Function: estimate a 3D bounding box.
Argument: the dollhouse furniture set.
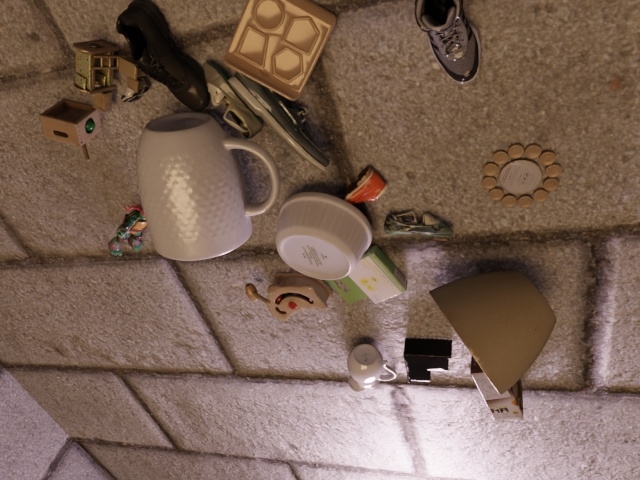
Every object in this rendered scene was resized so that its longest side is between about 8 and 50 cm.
[{"bbox_3d":[-0.535,-0.384,1.281,0.161,0.101,0.181,29,126,15],"label":"dollhouse furniture set"}]

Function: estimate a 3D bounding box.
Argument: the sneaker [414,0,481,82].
[{"bbox_3d":[0.249,-0.419,1.009,0.101,0.153,0.268,-13,124,27],"label":"sneaker"}]

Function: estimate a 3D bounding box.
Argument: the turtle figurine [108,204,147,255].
[{"bbox_3d":[-0.581,-0.037,1.622,0.175,0.118,0.234,4,149,-44],"label":"turtle figurine"}]

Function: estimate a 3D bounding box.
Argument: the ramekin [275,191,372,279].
[{"bbox_3d":[0.000,0.000,1.413,0.273,0.127,0.272,14,146,10],"label":"ramekin"}]

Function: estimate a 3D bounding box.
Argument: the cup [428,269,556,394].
[{"bbox_3d":[0.488,0.214,1.387,0.237,0.331,0.331,-35,114,8],"label":"cup"}]

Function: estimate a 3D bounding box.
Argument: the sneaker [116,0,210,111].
[{"bbox_3d":[-0.383,-0.424,1.223,0.109,0.130,0.286,-23,120,29],"label":"sneaker"}]

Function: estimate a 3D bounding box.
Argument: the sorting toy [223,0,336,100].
[{"bbox_3d":[-0.092,-0.450,1.139,0.193,0.038,0.208,27,110,-6],"label":"sorting toy"}]

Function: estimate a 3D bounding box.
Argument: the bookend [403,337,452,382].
[{"bbox_3d":[0.368,0.409,1.714,0.157,0.072,0.156,-2,129,18],"label":"bookend"}]

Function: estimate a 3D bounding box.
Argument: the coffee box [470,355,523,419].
[{"bbox_3d":[0.571,0.446,1.635,0.098,0.141,0.246,-15,123,28],"label":"coffee box"}]

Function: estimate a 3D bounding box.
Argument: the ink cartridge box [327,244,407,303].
[{"bbox_3d":[0.125,0.126,1.570,0.235,0.056,0.171,-29,116,32],"label":"ink cartridge box"}]

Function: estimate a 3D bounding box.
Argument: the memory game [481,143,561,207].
[{"bbox_3d":[0.491,-0.156,1.246,0.186,0.012,0.186,9,131,11],"label":"memory game"}]

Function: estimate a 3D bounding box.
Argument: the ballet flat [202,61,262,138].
[{"bbox_3d":[-0.231,-0.344,1.271,0.213,0.068,0.072,48,162,-24],"label":"ballet flat"}]

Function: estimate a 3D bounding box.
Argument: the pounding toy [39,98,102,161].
[{"bbox_3d":[-0.680,-0.308,1.412,0.141,0.130,0.100,15,132,5],"label":"pounding toy"}]

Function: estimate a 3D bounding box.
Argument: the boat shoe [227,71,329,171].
[{"bbox_3d":[-0.078,-0.302,1.237,0.319,0.116,0.099,44,89,-15],"label":"boat shoe"}]

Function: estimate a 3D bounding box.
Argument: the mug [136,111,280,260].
[{"bbox_3d":[-0.291,-0.156,1.332,0.375,0.276,0.327,-1,121,7],"label":"mug"}]

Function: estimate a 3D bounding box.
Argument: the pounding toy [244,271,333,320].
[{"bbox_3d":[-0.108,0.205,1.640,0.270,0.154,0.154,-3,125,22],"label":"pounding toy"}]

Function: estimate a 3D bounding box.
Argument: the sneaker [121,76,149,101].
[{"bbox_3d":[-0.494,-0.401,1.344,0.109,0.040,0.043,-20,91,36],"label":"sneaker"}]

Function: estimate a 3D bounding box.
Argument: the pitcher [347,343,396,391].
[{"bbox_3d":[0.183,0.447,1.787,0.178,0.125,0.207,-8,139,-2],"label":"pitcher"}]

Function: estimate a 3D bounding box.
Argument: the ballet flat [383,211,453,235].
[{"bbox_3d":[0.266,-0.046,1.380,0.189,0.070,0.070,2,129,11],"label":"ballet flat"}]

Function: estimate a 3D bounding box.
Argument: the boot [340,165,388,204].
[{"bbox_3d":[0.111,-0.120,1.368,0.085,0.059,0.158,34,130,-17],"label":"boot"}]
